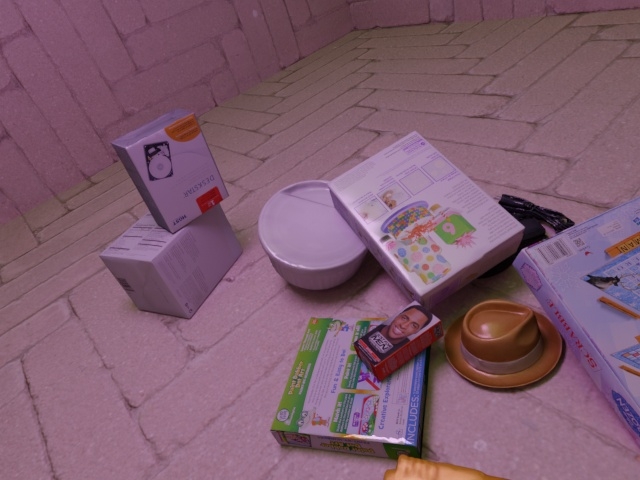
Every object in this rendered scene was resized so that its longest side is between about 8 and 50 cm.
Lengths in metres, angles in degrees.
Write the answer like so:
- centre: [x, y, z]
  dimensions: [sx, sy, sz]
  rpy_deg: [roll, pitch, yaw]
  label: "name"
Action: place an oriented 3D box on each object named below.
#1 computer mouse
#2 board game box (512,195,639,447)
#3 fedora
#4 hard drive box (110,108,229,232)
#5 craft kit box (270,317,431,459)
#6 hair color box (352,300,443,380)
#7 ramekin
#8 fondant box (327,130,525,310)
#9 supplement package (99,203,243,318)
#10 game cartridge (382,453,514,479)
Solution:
- centre: [0.393, -0.020, 0.952]
  dimensions: [0.272, 0.072, 0.188]
  rpy_deg: [-34, 38, -18]
  label: "computer mouse"
- centre: [0.511, 0.090, 0.627]
  dimensions: [0.318, 0.066, 0.318]
  rpy_deg: [-23, 64, -3]
  label: "board game box"
- centre: [0.307, 0.158, 0.751]
  dimensions: [0.194, 0.079, 0.194]
  rpy_deg: [-13, 36, 10]
  label: "fedora"
- centre: [-0.349, -0.167, 1.045]
  dimensions: [0.089, 0.232, 0.181]
  rpy_deg: [23, 53, 40]
  label: "hard drive box"
- centre: [0.065, 0.247, 0.780]
  dimensions: [0.246, 0.061, 0.250]
  rpy_deg: [-2, 39, 22]
  label: "craft kit box"
- centre: [0.136, 0.172, 0.760]
  dimensions: [0.141, 0.043, 0.072]
  rpy_deg: [-31, 35, -15]
  label: "hair color box"
- centre: [-0.007, -0.007, 1.033]
  dimensions: [0.272, 0.127, 0.273]
  rpy_deg: [0, 52, 0]
  label: "ramekin"
- centre: [0.201, -0.051, 0.899]
  dimensions: [0.238, 0.096, 0.330]
  rpy_deg: [-31, 56, -8]
  label: "fondant box"
- centre: [-0.384, 0.034, 1.166]
  dimensions: [0.198, 0.199, 0.263]
  rpy_deg: [4, 41, 29]
  label: "supplement package"
- centre: [0.200, 0.413, 0.488]
  dimensions: [0.323, 0.053, 0.285]
  rpy_deg: [0, 40, 26]
  label: "game cartridge"
